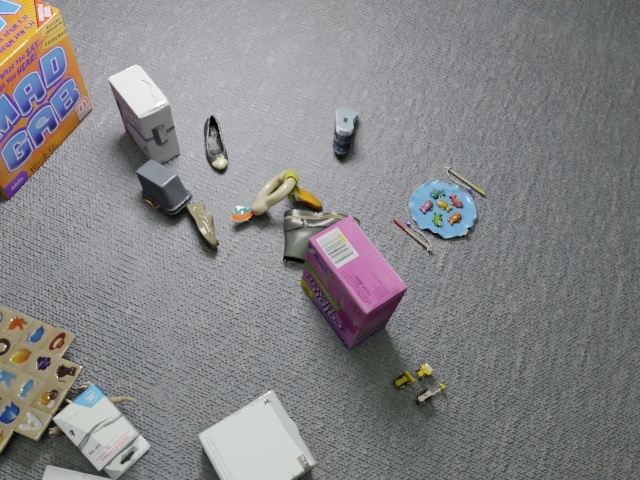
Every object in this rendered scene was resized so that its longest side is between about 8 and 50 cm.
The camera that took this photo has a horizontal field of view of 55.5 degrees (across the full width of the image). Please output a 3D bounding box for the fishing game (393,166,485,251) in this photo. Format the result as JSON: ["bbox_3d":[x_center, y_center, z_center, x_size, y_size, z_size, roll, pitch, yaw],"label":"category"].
[{"bbox_3d":[0.335,-0.090,1.656,0.264,0.041,0.189,-39,70,-23],"label":"fishing game"}]

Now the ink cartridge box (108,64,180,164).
[{"bbox_3d":[-0.456,-0.322,1.589,0.092,0.218,0.158,-33,70,-21],"label":"ink cartridge box"}]

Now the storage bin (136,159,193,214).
[{"bbox_3d":[-0.409,-0.139,1.549,0.135,0.091,0.098,29,61,29],"label":"storage bin"}]

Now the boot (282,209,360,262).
[{"bbox_3d":[0.000,0.000,1.560,0.198,0.077,0.137,3,70,4],"label":"boot"}]

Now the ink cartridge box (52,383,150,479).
[{"bbox_3d":[-0.450,0.399,1.263,0.104,0.060,0.180,-42,88,-21],"label":"ink cartridge box"}]

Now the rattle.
[{"bbox_3d":[-0.119,-0.082,1.606,0.199,0.142,0.130,-47,42,-10],"label":"rattle"}]

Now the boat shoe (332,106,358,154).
[{"bbox_3d":[0.064,-0.317,1.739,0.065,0.083,0.183,13,34,0],"label":"boat shoe"}]

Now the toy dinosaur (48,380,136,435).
[{"bbox_3d":[-0.502,0.357,1.322,0.183,0.053,0.092,-23,81,-18],"label":"toy dinosaur"}]

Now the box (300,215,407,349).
[{"bbox_3d":[0.067,0.103,1.404,0.117,0.243,0.213,-30,69,-20],"label":"box"}]

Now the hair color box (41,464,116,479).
[{"bbox_3d":[-0.370,0.576,1.173,0.375,0.113,0.185,13,61,0],"label":"hair color box"}]

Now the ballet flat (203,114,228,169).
[{"bbox_3d":[-0.293,-0.269,1.675,0.058,0.049,0.173,-12,64,-12],"label":"ballet flat"}]

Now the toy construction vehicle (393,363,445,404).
[{"bbox_3d":[0.231,0.339,1.418,0.098,0.035,0.086,-28,57,-22],"label":"toy construction vehicle"}]

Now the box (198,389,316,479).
[{"bbox_3d":[-0.132,0.444,1.267,0.182,0.119,0.181,-27,67,-19],"label":"box"}]

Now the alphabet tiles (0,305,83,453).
[{"bbox_3d":[-0.705,0.293,1.319,0.343,0.011,0.285,17,60,13],"label":"alphabet tiles"}]

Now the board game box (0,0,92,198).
[{"bbox_3d":[-0.857,-0.395,1.504,0.356,0.356,0.356,26,62,7],"label":"board game box"}]

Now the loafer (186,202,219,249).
[{"bbox_3d":[-0.293,-0.043,1.549,0.050,0.056,0.148,-28,68,-13],"label":"loafer"}]
